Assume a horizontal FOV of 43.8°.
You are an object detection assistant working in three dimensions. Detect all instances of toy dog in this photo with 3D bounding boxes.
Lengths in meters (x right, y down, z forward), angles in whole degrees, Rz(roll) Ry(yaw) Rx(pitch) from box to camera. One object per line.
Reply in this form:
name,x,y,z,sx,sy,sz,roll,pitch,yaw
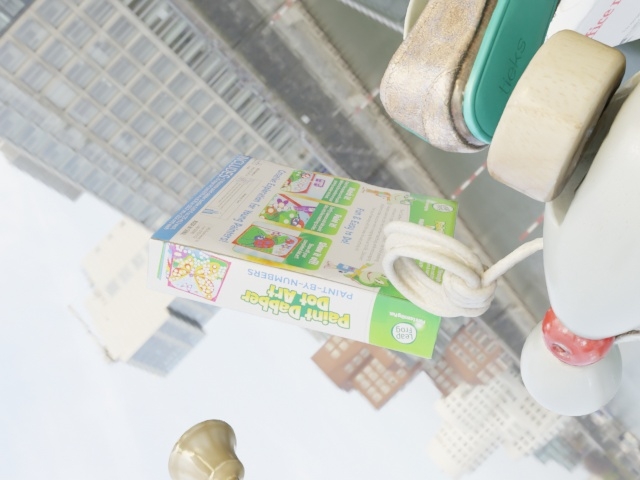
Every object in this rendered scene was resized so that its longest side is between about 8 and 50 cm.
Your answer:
toy dog,0.189,-0.015,0.476,0.220,0.161,0.334,41,161,2

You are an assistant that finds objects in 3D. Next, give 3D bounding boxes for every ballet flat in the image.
ballet flat,0.131,-0.211,0.560,0.106,0.316,0.107,19,166,47

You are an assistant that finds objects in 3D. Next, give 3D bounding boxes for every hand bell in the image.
hand bell,-0.122,0.384,1.208,0.242,0.126,0.126,28,169,48

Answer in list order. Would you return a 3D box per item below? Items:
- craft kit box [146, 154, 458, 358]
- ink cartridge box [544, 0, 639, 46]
craft kit box,0.000,0.000,0.748,0.246,0.061,0.250,11,-156,9
ink cartridge box,0.316,-0.275,0.743,0.100,0.237,0.172,63,159,18
